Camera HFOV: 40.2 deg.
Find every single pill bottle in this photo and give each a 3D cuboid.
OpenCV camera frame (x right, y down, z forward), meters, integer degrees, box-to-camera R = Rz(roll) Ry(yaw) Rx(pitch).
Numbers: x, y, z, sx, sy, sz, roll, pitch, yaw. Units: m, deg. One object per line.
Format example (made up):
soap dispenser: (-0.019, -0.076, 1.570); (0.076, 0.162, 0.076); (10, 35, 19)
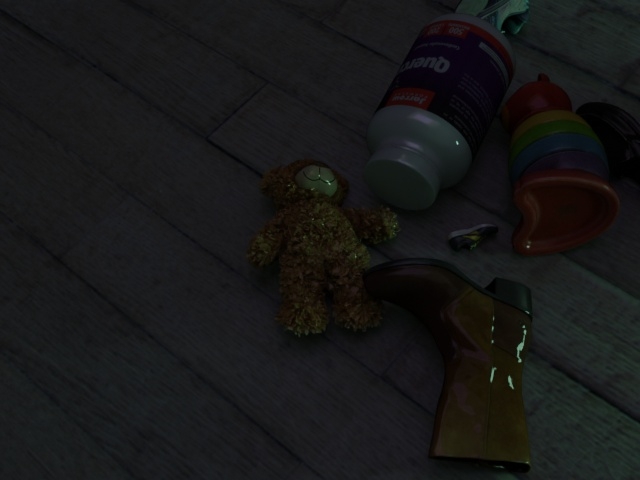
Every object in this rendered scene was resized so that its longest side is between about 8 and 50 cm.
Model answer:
pill bottle: (0.193, -0.213, 1.456); (0.181, 0.181, 0.323); (19, 61, 19)

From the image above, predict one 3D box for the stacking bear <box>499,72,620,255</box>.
stacking bear: (0.367, -0.143, 1.409); (0.164, 0.175, 0.289); (-7, 49, 6)

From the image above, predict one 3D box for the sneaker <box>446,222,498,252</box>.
sneaker: (0.246, -0.002, 1.404); (0.083, 0.031, 0.035); (-14, 69, 3)

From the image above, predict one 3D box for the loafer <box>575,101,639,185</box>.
loafer: (0.496, -0.147, 1.430); (0.078, 0.080, 0.220); (-39, 60, -17)

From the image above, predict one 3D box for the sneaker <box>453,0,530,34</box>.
sneaker: (0.346, -0.452, 1.659); (0.122, 0.110, 0.283); (32, 68, 6)

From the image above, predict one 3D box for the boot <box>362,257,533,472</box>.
boot: (0.174, 0.177, 1.246); (0.264, 0.096, 0.280); (16, 61, -11)

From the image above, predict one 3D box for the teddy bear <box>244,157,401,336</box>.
teddy bear: (0.000, 0.000, 1.386); (0.245, 0.113, 0.338); (5, 58, 9)
